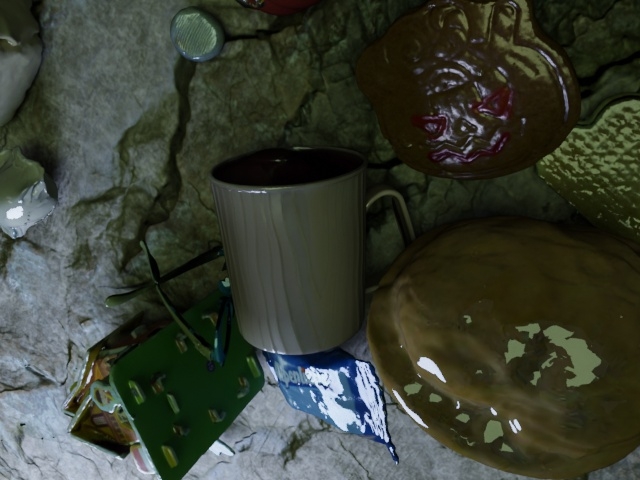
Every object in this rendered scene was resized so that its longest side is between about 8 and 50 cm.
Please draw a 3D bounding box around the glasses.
[{"bbox_3d":[-0.206,0.071,0.899,0.206,0.239,0.102,26,124,-27],"label":"glasses"}]

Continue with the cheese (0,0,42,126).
[{"bbox_3d":[-0.595,-0.329,0.890,0.292,0.153,0.332,-26,105,21],"label":"cheese"}]

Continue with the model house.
[{"bbox_3d":[-0.292,0.308,1.015,0.323,0.300,0.340,-16,102,29],"label":"model house"}]

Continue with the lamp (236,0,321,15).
[{"bbox_3d":[-0.059,-0.396,0.721,0.226,0.227,0.227,4,113,11],"label":"lamp"}]

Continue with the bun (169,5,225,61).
[{"bbox_3d":[-0.181,-0.304,0.867,0.083,0.045,0.083,4,114,8],"label":"bun"}]

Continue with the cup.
[{"bbox_3d":[-0.013,-0.004,0.891,0.208,0.288,0.273,20,122,44],"label":"cup"}]

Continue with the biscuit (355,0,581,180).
[{"bbox_3d":[0.187,-0.193,0.772,0.273,0.049,0.257,-14,118,39],"label":"biscuit"}]

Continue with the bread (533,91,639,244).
[{"bbox_3d":[0.449,-0.088,0.807,0.286,0.056,0.207,43,117,-7],"label":"bread"}]

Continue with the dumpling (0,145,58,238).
[{"bbox_3d":[-0.519,-0.089,1.005,0.188,0.108,0.127,-41,72,37],"label":"dumpling"}]

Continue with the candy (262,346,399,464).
[{"bbox_3d":[-0.006,0.228,0.952,0.331,0.077,0.187,6,121,51],"label":"candy"}]

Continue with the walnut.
[{"bbox_3d":[0.276,0.120,0.783,0.383,0.383,0.384,4,113,11],"label":"walnut"}]
